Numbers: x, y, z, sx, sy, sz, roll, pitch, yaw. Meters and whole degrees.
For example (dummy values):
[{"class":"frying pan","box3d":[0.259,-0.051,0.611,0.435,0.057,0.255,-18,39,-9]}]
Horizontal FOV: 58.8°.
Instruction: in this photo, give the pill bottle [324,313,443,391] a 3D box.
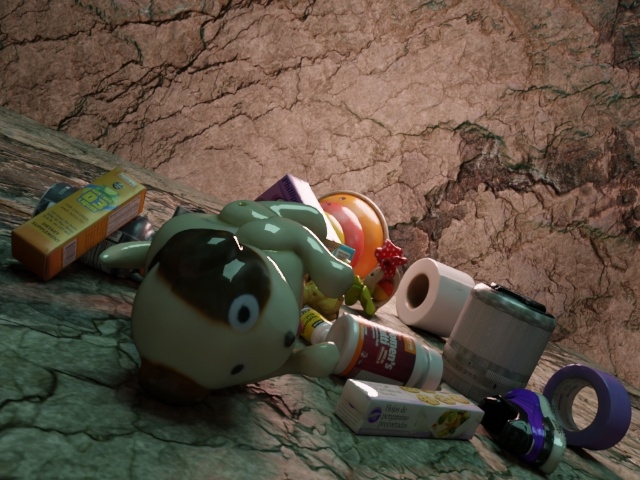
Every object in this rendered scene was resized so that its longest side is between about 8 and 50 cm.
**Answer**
[{"class":"pill bottle","box3d":[0.126,0.234,1.132,0.221,0.121,0.121,22,6,-20]}]

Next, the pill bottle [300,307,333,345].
[{"class":"pill bottle","box3d":[-0.005,0.197,1.232,0.065,0.065,0.116,19,7,-41]}]

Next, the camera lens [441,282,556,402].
[{"class":"camera lens","box3d":[0.446,0.260,1.446,0.220,0.274,0.219,23,6,-2]}]

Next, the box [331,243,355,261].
[{"class":"box","box3d":[0.036,0.097,1.685,0.060,0.100,0.244,25,-21,1]}]

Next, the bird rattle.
[{"class":"bird rattle","box3d":[0.187,0.133,1.856,0.143,0.253,0.207,28,-17,35]}]

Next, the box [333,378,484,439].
[{"class":"box","box3d":[0.165,0.298,0.986,0.324,0.063,0.067,19,6,-39]}]

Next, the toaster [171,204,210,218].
[{"class":"toaster","box3d":[-0.346,-0.021,1.648,0.168,0.110,0.186,24,5,11]}]

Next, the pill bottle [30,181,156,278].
[{"class":"pill bottle","box3d":[-0.417,-0.008,1.105,0.246,0.130,0.130,24,5,-4]}]

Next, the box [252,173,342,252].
[{"class":"box","box3d":[-0.105,-0.016,1.538,0.117,0.243,0.213,18,40,-61]}]

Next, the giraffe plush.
[{"class":"giraffe plush","box3d":[-0.029,0.131,1.458,0.171,0.181,0.210,14,40,-1]}]

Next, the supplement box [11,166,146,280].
[{"class":"supplement box","box3d":[-0.411,-0.035,0.986,0.078,0.080,0.233,35,43,6]}]

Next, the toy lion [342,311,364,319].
[{"class":"toy lion","box3d":[0.102,0.235,1.535,0.100,0.034,0.096,19,14,-47]}]

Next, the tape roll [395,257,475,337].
[{"class":"tape roll","box3d":[0.403,0.202,1.992,0.169,0.246,0.246,23,5,-23]}]

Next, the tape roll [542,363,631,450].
[{"class":"tape roll","box3d":[0.629,0.397,1.355,0.080,0.188,0.189,22,5,-26]}]

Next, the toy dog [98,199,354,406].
[{"class":"toy dog","box3d":[-0.141,0.065,0.836,0.396,0.284,0.408,23,7,-9]}]

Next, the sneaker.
[{"class":"sneaker","box3d":[0.394,0.359,1.177,0.146,0.102,0.293,24,5,4]}]

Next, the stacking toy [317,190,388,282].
[{"class":"stacking toy","box3d":[0.000,0.000,1.893,0.351,0.350,0.480,26,12,21]}]
